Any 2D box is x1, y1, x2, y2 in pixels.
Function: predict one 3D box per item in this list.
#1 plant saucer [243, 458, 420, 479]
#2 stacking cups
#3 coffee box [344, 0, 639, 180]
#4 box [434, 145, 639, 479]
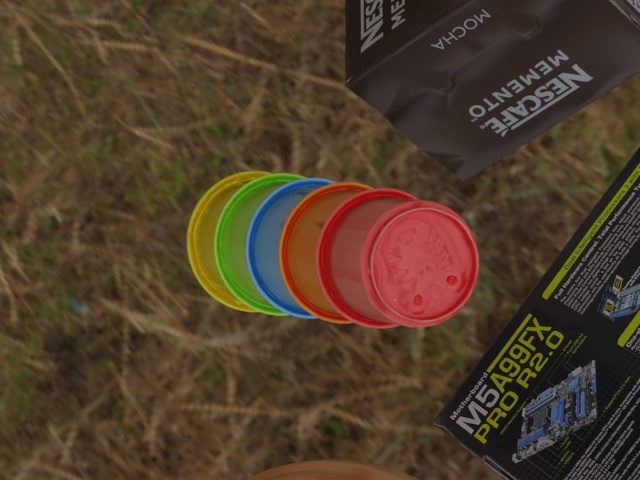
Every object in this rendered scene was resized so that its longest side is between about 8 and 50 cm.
[{"bbox_3d":[-0.005,0.190,0.709,0.200,0.200,0.037,-59,149,6],"label":"plant saucer"},{"bbox_3d":[0.000,0.000,0.985,0.096,0.316,0.096,0,90,-16],"label":"stacking cups"},{"bbox_3d":[0.113,-0.210,1.124,0.168,0.297,0.119,-31,129,32],"label":"coffee box"},{"bbox_3d":[0.213,0.047,0.890,0.060,0.216,0.270,39,87,-39],"label":"box"}]
